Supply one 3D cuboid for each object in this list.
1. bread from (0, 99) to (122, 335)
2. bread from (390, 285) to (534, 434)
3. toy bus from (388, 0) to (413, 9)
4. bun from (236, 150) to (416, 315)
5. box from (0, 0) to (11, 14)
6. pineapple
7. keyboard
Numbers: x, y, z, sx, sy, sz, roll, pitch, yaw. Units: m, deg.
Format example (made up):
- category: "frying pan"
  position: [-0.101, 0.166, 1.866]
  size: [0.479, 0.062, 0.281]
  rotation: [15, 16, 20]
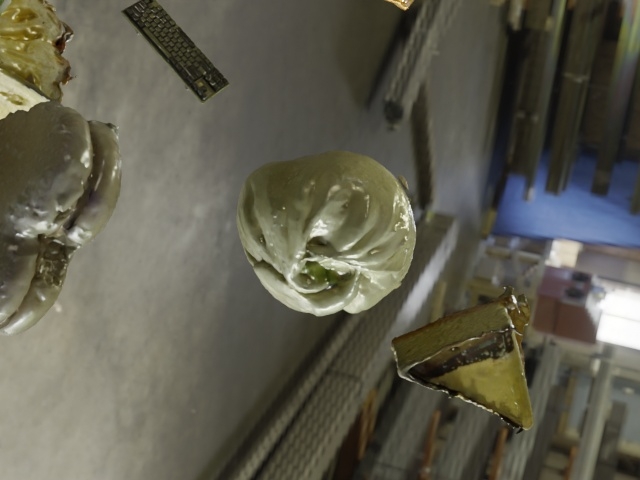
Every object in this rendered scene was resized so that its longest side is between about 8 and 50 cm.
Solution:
- category: "bread"
  position: [-0.302, 0.000, 0.976]
  size: [0.102, 0.337, 0.183]
  rotation: [16, 68, -44]
- category: "bread"
  position: [0.149, 0.128, 1.123]
  size: [0.147, 0.152, 0.127]
  rotation: [-61, 142, -79]
- category: "toy bus"
  position: [0.053, -0.267, 1.023]
  size: [0.069, 0.162, 0.074]
  rotation: [-86, -166, -64]
- category: "bun"
  position: [0.000, 0.000, 1.399]
  size: [0.160, 0.259, 0.259]
  rotation: [-63, 159, -44]
- category: "box"
  position: [-0.358, -0.178, 0.883]
  size: [0.194, 0.111, 0.260]
  rotation: [-53, -170, -5]
- category: "pineapple"
  position: [-0.392, -0.243, 1.273]
  size: [0.186, 0.115, 0.236]
  rotation: [-30, 100, -57]
- category: "keyboard"
  position: [-0.153, -0.203, 1.150]
  size: [0.015, 0.129, 0.049]
  rotation: [-39, -177, 44]
